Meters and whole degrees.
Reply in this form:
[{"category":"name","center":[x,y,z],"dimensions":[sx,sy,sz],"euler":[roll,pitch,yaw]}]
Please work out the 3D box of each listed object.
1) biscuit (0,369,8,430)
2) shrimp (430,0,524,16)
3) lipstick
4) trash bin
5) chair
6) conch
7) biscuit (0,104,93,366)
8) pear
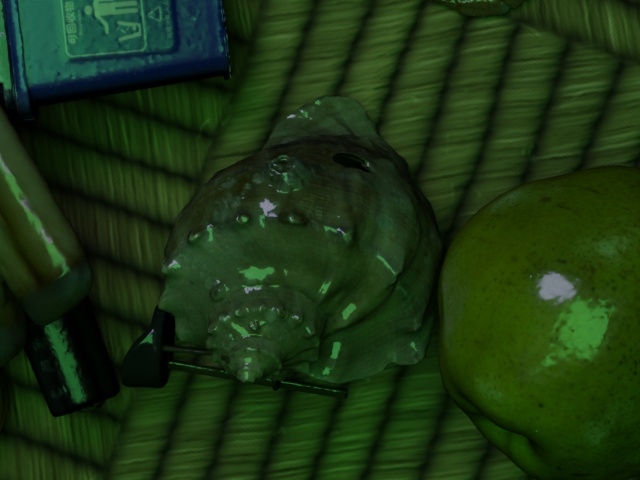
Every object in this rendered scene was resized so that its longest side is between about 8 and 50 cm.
[{"category":"biscuit","center":[-0.463,0.077,1.868],"dimensions":[0.269,0.051,0.376],"euler":[-35,87,5]},{"category":"shrimp","center":[0.129,-0.263,1.804],"dimensions":[0.180,0.041,0.099],"euler":[-7,104,6]},{"category":"lipstick","center":[-0.280,0.028,1.831],"dimensions":[0.081,0.081,0.300],"euler":[-21,88,7]},{"category":"trash bin","center":[-0.208,-0.202,1.788],"dimensions":[0.234,0.184,0.163],"euler":[-7,93,-5]},{"category":"chair","center":[-0.080,0.098,1.806],"dimensions":[0.221,0.104,0.095],"euler":[1,65,3]},{"category":"conch","center":[0.003,-0.001,1.705],"dimensions":[0.263,0.186,0.324],"euler":[25,70,-10]},{"category":"biscuit","center":[-0.337,-0.032,1.746],"dimensions":[0.237,0.062,0.291],"euler":[-38,83,45]},{"category":"pear","center":[0.246,0.070,1.674],"dimensions":[0.294,0.294,0.294],"euler":[0,90,7]}]
